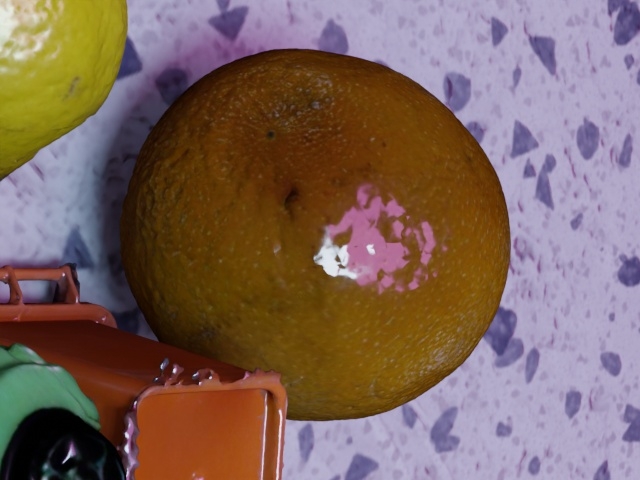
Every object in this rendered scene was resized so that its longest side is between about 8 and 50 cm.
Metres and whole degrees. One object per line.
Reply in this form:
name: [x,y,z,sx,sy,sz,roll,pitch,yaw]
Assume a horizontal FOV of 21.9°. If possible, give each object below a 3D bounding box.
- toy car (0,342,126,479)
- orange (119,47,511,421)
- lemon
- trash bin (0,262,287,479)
toy car: [-0.253,0.166,0.745,0.176,0.213,0.359,54,41,-19]
orange: [0.000,0.000,1.092,0.264,0.264,0.264,-5,96,-44]
lemon: [-0.198,-0.140,0.940,0.180,0.180,0.193,-17,74,-42]
trash bin: [-0.137,0.109,0.972,0.161,0.238,0.184,2,91,-44]
